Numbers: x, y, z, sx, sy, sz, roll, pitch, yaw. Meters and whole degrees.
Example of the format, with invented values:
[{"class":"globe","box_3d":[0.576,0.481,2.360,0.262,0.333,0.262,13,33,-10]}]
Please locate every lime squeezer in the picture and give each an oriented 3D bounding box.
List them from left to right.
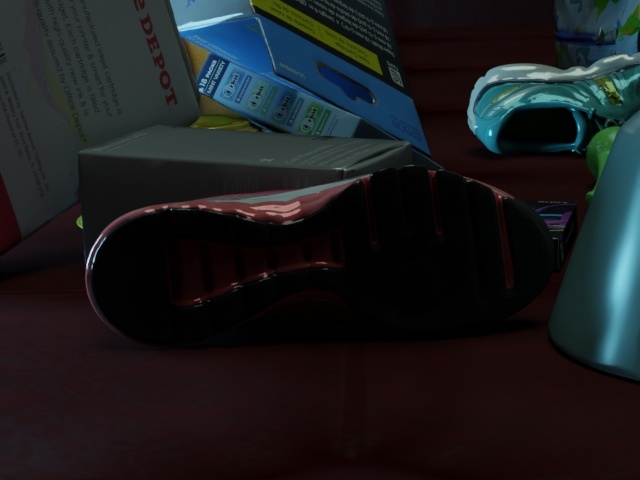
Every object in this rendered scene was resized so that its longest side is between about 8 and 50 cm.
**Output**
[{"class":"lime squeezer","box_3d":[0.326,-0.081,1.834,0.310,0.058,0.110,-10,14,-41]}]

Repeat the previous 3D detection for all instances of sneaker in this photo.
[{"class":"sneaker","box_3d":[0.000,-0.001,1.314,0.314,0.115,0.136,-2,10,-2]},{"class":"sneaker","box_3d":[0.296,-0.130,2.051,0.275,0.107,0.110,-6,30,0]}]

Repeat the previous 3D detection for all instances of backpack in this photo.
[{"class":"backpack","box_3d":[0.443,-0.277,2.422,0.290,0.273,0.355,-11,-3,-20]}]

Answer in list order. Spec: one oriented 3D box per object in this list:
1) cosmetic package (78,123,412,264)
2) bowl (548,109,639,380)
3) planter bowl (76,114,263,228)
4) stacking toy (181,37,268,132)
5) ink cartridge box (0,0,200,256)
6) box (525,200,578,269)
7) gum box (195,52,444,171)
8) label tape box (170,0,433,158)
[{"class":"cosmetic package","box_3d":[-0.059,-0.029,1.498,0.238,0.107,0.127,7,17,25]},{"class":"bowl","box_3d":[0.301,-0.015,1.231,0.312,0.163,0.311,-2,12,0]},{"class":"planter bowl","box_3d":[-0.110,-0.063,1.709,0.217,0.090,0.217,-2,10,0]},{"class":"stacking toy","box_3d":[-0.283,-0.211,2.092,0.480,0.350,0.351,-23,19,-22]},{"class":"ink cartridge box","box_3d":[-0.259,-0.134,1.538,0.131,0.226,0.306,1,27,37]},{"class":"box","box_3d":[0.143,-0.007,1.546,0.116,0.029,0.162,1,10,12]},{"class":"gum box","box_3d":[-0.001,-0.101,1.742,0.184,0.041,0.157,25,0,35]},{"class":"label tape box","box_3d":[-0.038,-0.226,1.836,0.106,0.333,0.241,-32,-35,28]}]
